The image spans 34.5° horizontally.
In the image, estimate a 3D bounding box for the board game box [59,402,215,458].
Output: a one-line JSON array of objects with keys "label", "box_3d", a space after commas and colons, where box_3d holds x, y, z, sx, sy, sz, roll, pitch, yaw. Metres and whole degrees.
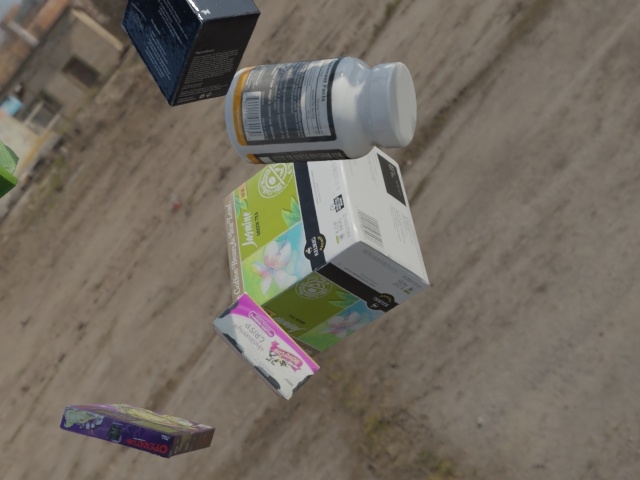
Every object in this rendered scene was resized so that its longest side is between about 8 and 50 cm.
[{"label": "board game box", "box_3d": [-0.338, 0.358, 1.965, 0.347, 0.208, 0.056, 50, -122, -79]}]

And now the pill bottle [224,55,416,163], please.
[{"label": "pill bottle", "box_3d": [0.001, -0.207, 1.640, 0.278, 0.162, 0.162, -1, 42, 24]}]

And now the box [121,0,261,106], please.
[{"label": "box", "box_3d": [-0.171, -0.287, 1.332, 0.093, 0.156, 0.158, -17, -26, -33]}]

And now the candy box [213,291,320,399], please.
[{"label": "candy box", "box_3d": [-0.089, 0.165, 1.591, 0.071, 0.159, 0.233, -44, 0, -8]}]

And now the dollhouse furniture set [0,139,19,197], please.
[{"label": "dollhouse furniture set", "box_3d": [-0.456, -0.116, 1.460, 0.058, 0.076, 0.152, -37, 31, 21]}]

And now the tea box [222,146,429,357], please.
[{"label": "tea box", "box_3d": [0.000, 0.000, 2.040, 0.323, 0.220, 0.329, -36, 44, 27]}]
